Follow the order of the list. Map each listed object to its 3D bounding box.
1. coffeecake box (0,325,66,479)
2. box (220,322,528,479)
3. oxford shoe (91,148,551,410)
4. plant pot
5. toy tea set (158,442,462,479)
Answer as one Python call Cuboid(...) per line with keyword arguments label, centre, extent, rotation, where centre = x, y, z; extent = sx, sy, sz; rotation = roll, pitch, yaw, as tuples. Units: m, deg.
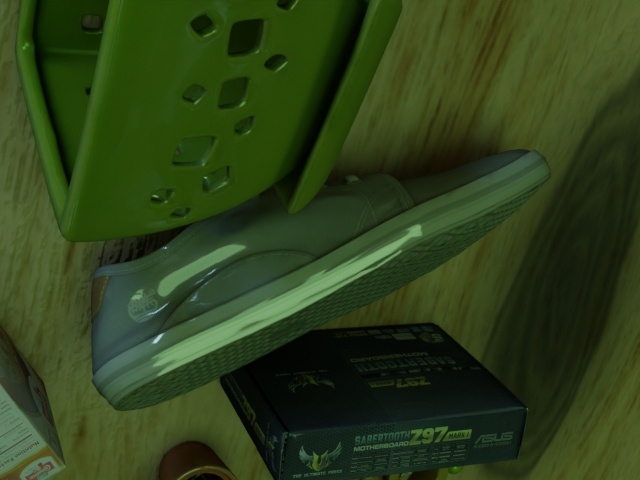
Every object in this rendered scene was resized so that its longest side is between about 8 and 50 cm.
Cuboid(label="coffeecake box", centre=(-0.285, 0.097, 0.804), extent=(0.068, 0.142, 0.185), rotation=(-31, 120, -8))
Cuboid(label="box", centre=(0.043, 0.142, 0.936), extent=(0.232, 0.183, 0.059), rotation=(-2, 112, -21))
Cuboid(label="oxford shoe", centre=(0.000, 0.000, 0.891), extent=(0.449, 0.130, 0.169), rotation=(-23, 163, -14))
Cuboid(label="plant pot", centre=(-0.083, -0.151, 0.714), extent=(0.207, 0.227, 0.228), rotation=(0, 135, -29))
Cuboid(label="toy tea set", centre=(-0.006, 0.292, 1.011), extent=(0.336, 0.124, 0.200), rotation=(2, 110, -23))
